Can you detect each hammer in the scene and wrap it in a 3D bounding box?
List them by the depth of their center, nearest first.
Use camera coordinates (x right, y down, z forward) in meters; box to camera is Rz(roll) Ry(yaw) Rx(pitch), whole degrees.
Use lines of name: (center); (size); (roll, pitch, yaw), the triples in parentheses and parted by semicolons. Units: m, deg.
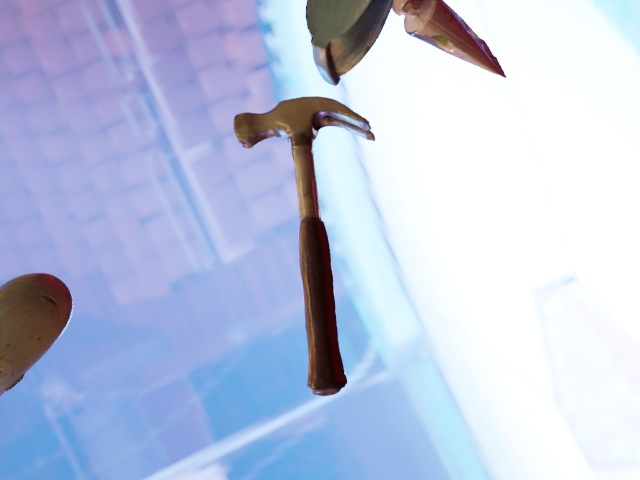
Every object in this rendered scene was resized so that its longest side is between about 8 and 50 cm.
hammer: (0.000, 0.000, 1.391); (0.029, 0.103, 0.246); (65, -166, -58)

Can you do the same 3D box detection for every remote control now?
remote control: (-0.356, 0.131, 1.990); (0.097, 0.256, 0.045); (37, -164, -28)

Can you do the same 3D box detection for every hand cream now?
hand cream: (0.137, -0.226, 2.067); (0.142, 0.053, 0.084); (30, -156, -32)

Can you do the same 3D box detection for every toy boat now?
toy boat: (0.051, -0.272, 2.107); (0.088, 0.215, 0.102); (22, 178, 28)
